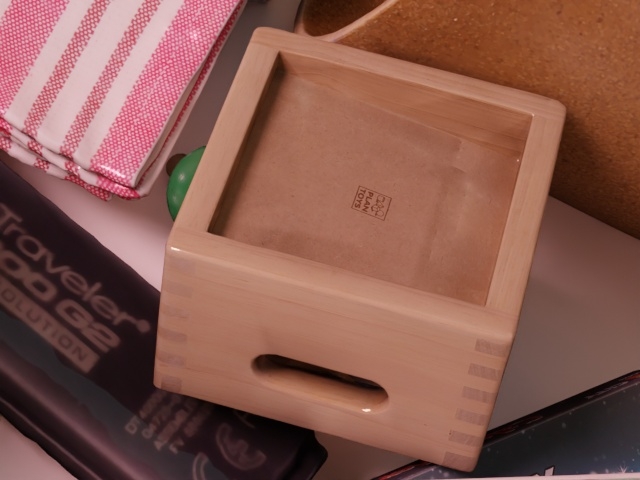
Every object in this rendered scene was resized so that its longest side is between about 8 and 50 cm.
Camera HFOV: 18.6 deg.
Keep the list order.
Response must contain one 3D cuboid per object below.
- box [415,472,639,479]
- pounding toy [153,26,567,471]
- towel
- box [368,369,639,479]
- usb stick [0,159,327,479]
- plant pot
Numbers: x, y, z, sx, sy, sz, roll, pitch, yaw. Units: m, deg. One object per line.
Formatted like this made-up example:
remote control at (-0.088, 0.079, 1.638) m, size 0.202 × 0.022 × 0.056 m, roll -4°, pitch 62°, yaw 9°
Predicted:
box at (0.053, 0.230, 0.578) m, size 0.232 × 0.058 × 0.322 m, roll 1°, pitch 77°, yaw -24°
pounding toy at (0.000, 0.000, 0.667) m, size 0.141 × 0.100 × 0.130 m, roll 15°, pitch 47°, yaw 5°
towel at (-0.117, -0.117, 0.681) m, size 0.197 × 0.029 × 0.144 m, roll 29°, pitch 75°, yaw -13°
box at (0.055, 0.152, 0.653) m, size 0.233 × 0.044 × 0.159 m, roll -19°, pitch 87°, yaw -27°
usb stick at (-0.121, 0.009, 0.685) m, size 0.278 × 0.045 × 0.077 m, roll 39°, pitch 52°, yaw 2°
plant pot at (0.163, -0.088, 0.746) m, size 0.254 × 0.237 × 0.237 m, roll 38°, pitch 58°, yaw -14°
